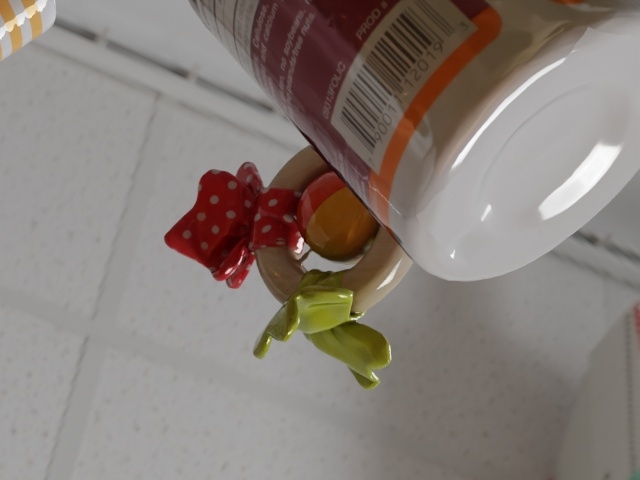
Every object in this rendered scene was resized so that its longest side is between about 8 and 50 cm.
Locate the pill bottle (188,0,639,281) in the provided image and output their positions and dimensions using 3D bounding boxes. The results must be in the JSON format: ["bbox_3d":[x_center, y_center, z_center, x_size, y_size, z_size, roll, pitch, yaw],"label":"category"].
[{"bbox_3d":[0.041,-0.177,1.146,0.224,0.224,0.392,-11,-131,-39],"label":"pill bottle"}]

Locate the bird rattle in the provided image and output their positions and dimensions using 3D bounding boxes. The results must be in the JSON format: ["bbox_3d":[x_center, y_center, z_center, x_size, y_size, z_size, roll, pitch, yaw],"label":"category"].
[{"bbox_3d":[0.000,0.000,1.427,0.143,0.207,0.253,35,-165,-42],"label":"bird rattle"}]

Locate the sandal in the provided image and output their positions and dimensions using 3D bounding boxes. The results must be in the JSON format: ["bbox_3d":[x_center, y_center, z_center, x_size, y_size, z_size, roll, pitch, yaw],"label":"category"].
[{"bbox_3d":[-0.290,-0.160,1.289,0.265,0.102,0.076,-22,-90,-15],"label":"sandal"}]
